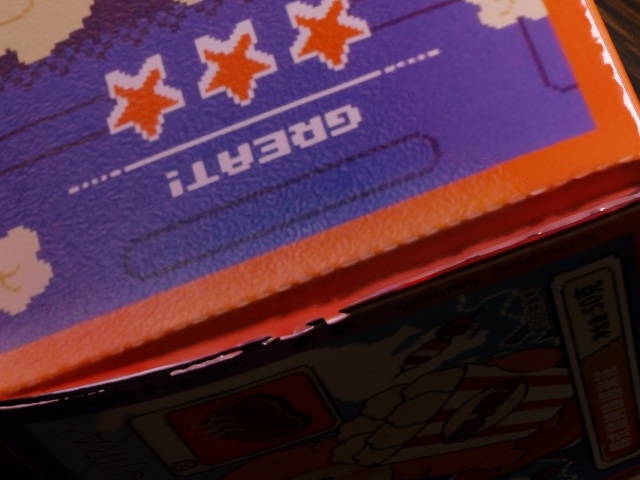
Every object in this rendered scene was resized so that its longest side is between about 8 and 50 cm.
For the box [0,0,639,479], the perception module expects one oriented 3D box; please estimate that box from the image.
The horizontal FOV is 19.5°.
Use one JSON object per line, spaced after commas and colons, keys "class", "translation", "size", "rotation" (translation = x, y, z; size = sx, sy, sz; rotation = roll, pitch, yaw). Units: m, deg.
{"class": "box", "translation": [0.000, 0.000, 0.955], "size": [0.349, 0.318, 0.257], "rotation": [66, 6, -61]}
